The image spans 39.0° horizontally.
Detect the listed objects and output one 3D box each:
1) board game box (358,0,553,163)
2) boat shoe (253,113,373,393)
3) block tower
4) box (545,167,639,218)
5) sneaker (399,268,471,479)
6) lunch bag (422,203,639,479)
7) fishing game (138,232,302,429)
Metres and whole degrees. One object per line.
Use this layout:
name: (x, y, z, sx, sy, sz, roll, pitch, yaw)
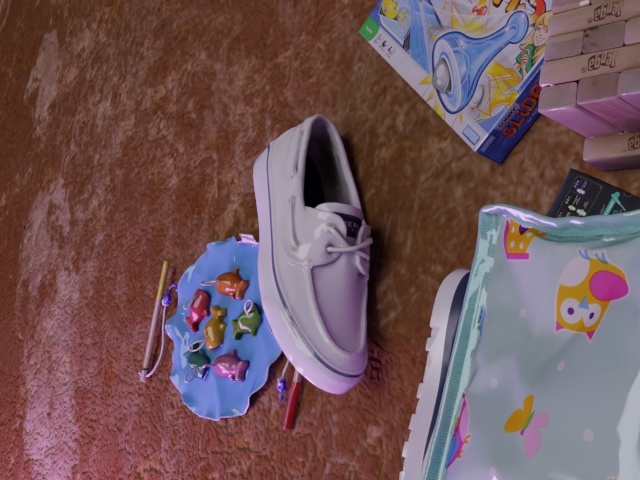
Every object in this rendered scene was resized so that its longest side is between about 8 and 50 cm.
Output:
board game box: (0.124, -0.175, 0.739, 0.136, 0.035, 0.201, -54, 44, 20)
boat shoe: (0.000, 0.000, 0.769, 0.084, 0.095, 0.258, -42, 51, 36)
block tower: (0.224, -0.222, 0.604, 0.091, 0.097, 0.335, -2, 76, 48)
box: (0.195, -0.004, 0.581, 0.083, 0.062, 0.052, 35, 104, 48)
sneaker: (0.119, 0.131, 0.606, 0.095, 0.090, 0.235, -1, 78, 38)
lunch bag: (0.171, 0.130, 0.438, 0.160, 0.223, 0.262, 0, 77, 55)
fishing game: (-0.103, 0.083, 0.895, 0.264, 0.041, 0.189, 11, 87, 48)
